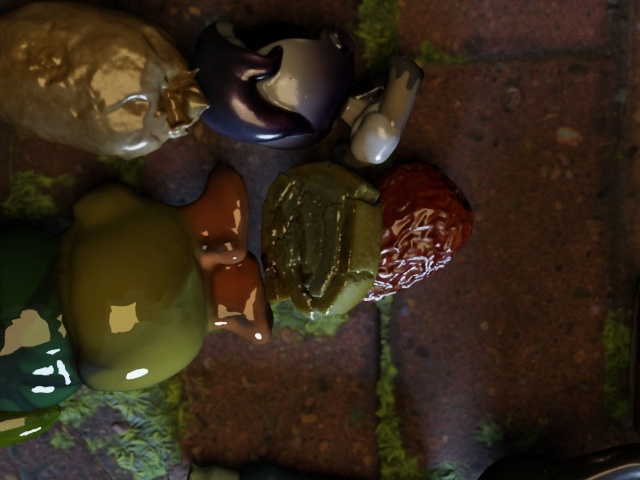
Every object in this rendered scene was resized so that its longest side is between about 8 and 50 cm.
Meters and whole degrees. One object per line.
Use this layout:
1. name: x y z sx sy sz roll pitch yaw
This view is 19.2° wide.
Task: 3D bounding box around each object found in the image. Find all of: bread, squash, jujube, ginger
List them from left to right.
1. squash: -0.396 0.206 1.968 0.258 0.069 0.069 -20 112 2
2. ginger: -0.233 -0.157 1.778 0.267 0.152 0.138 15 97 28
3. bread: 0.000 0.000 1.854 0.117 0.064 0.156 -3 84 27
4. jujube: 0.068 -0.004 1.918 0.176 0.109 0.112 -34 75 16

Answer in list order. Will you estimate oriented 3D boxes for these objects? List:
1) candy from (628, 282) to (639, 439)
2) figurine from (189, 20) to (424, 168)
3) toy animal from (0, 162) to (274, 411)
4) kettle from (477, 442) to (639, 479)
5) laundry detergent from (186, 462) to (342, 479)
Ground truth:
1. candy: 0.488 0.121 1.995 0.320 0.135 0.179 -5 113 -2
2. figurine: -0.024 -0.137 1.837 0.222 0.145 0.145 19 108 -14
3. toy animal: -0.218 0.061 1.861 0.338 0.191 0.216 -14 113 0
4. kettle: 0.258 0.342 1.992 0.251 0.207 0.271 -2 126 42
5. laundry detergent: -0.015 0.315 2.044 0.290 0.094 0.143 20 111 -10
